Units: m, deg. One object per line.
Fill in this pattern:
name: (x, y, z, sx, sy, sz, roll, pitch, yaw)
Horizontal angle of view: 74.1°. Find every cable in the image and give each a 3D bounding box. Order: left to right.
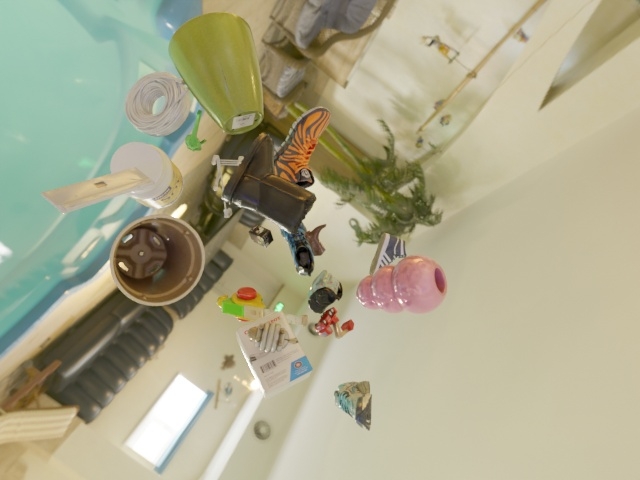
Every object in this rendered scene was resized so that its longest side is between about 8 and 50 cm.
cable: (-0.643, -0.540, 1.678, 0.257, 0.257, 0.089, -58, 162, 1)

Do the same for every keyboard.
keyboard: (-0.508, -0.124, 0.993, 0.256, 0.072, 0.014, -40, 159, -57)

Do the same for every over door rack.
over door rack: (-0.321, -0.206, 1.813, 0.108, 0.240, 0.324, -79, 170, -46)

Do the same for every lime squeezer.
lime squeezer: (-0.484, -0.397, 1.641, 0.310, 0.059, 0.110, 149, -50, -77)

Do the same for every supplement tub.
supplement tub: (-0.750, -0.281, 1.851, 0.241, 0.241, 0.331, -53, -178, -8)

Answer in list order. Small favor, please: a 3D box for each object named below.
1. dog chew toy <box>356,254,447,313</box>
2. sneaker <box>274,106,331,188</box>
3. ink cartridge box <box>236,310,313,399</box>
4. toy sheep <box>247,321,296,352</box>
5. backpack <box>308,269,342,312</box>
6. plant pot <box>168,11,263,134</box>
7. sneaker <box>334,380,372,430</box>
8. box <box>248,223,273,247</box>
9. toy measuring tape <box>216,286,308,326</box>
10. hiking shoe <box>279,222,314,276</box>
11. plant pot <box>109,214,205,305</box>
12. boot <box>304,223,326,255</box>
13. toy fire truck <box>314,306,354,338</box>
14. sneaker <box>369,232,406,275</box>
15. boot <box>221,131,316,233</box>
dog chew toy: (0.275, 0.170, 1.521, 0.332, 0.206, 0.206, -16, -154, 36)
sneaker: (-0.050, -0.290, 1.456, 0.125, 0.180, 0.321, 4, 138, -47)
ink cartridge box: (-0.137, 0.329, 1.235, 0.148, 0.203, 0.086, -22, 154, -21)
toy sheep: (-0.129, 0.258, 1.129, 0.091, 0.132, 0.091, -164, -90, -88)
backpack: (0.020, 0.212, 1.830, 0.152, 0.115, 0.182, -34, -165, 25)
plant pot: (-0.298, -0.500, 1.346, 0.275, 0.293, 0.275, -22, 171, -4)
sneaker: (0.103, 0.538, 1.389, 0.283, 0.122, 0.110, 61, 32, -85)
box: (-0.247, -0.019, 1.765, 0.052, 0.083, 0.062, -47, 145, -30)
toy measuring tape: (-0.198, 0.232, 1.479, 0.121, 0.330, 0.121, 8, 90, -83)
hiking shoe: (-0.088, 0.003, 1.807, 0.113, 0.304, 0.132, -23, -179, -12)
plant pot: (-0.667, 0.061, 1.658, 0.305, 0.334, 0.334, 7, -125, 54)
boot: (0.000, 0.000, 1.743, 0.106, 0.114, 0.037, -27, 177, 10)
toy fire truck: (0.058, 0.341, 1.684, 0.047, 0.135, 0.192, -33, -174, 29)
sneaker: (0.376, 0.107, 2.340, 0.099, 0.153, 0.282, -104, -150, -71)
boot: (-0.106, -0.144, 1.070, 0.094, 0.207, 0.246, 121, -7, -52)
